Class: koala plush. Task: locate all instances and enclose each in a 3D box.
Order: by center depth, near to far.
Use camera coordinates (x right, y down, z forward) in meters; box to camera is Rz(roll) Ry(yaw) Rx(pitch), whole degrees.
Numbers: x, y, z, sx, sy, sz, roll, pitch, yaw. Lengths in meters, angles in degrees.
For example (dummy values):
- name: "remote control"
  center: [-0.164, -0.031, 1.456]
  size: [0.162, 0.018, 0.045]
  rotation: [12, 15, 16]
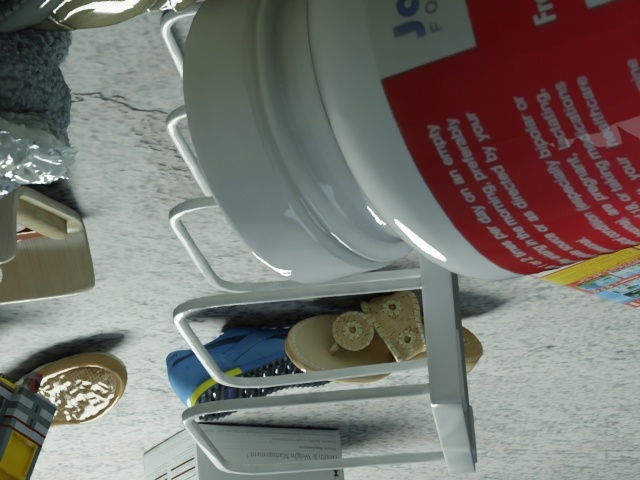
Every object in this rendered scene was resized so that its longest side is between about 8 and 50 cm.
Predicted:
- name: "koala plush"
  center: [-0.245, -0.069, 1.096]
  size: [0.221, 0.196, 0.203]
  rotation: [-9, 124, 3]

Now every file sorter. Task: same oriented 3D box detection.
- name: "file sorter"
  center: [0.000, 0.000, 1.217]
  size: [0.173, 0.277, 0.193]
  rotation: [-6, 160, 6]

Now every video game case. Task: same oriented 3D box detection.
- name: "video game case"
  center: [0.281, -0.001, 1.666]
  size: [0.204, 0.025, 0.285]
  rotation: [-22, 154, 37]

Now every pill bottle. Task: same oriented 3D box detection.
- name: "pill bottle"
  center: [0.144, -0.111, 0.955]
  size: [0.408, 0.229, 0.229]
  rotation: [-18, 157, 29]

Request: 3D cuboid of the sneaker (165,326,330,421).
- name: "sneaker"
  center: [-0.047, 0.103, 1.824]
  size: [0.209, 0.082, 0.069]
  rotation: [-16, 138, -24]

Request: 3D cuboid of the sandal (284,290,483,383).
- name: "sandal"
  center: [0.073, 0.075, 1.782]
  size: [0.240, 0.088, 0.079]
  rotation: [4, 128, -43]

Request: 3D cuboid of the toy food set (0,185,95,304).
- name: "toy food set"
  center: [-0.298, 0.026, 1.395]
  size: [0.220, 0.092, 0.306]
  rotation: [-6, 176, 2]

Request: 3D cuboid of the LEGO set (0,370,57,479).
- name: "LEGO set"
  center: [-0.409, 0.165, 1.771]
  size: [0.331, 0.192, 0.255]
  rotation: [-7, 146, 45]

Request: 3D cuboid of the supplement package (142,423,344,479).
- name: "supplement package"
  center: [-0.083, 0.330, 2.215]
  size: [0.194, 0.203, 0.149]
  rotation: [5, 158, -29]

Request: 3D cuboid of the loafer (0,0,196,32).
- name: "loafer"
  center: [-0.089, -0.172, 1.006]
  size: [0.087, 0.094, 0.251]
  rotation: [3, 168, -39]

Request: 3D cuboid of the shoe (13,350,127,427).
- name: "shoe"
  center: [-0.265, 0.149, 1.892]
  size: [0.219, 0.058, 0.076]
  rotation: [-28, 120, 39]
